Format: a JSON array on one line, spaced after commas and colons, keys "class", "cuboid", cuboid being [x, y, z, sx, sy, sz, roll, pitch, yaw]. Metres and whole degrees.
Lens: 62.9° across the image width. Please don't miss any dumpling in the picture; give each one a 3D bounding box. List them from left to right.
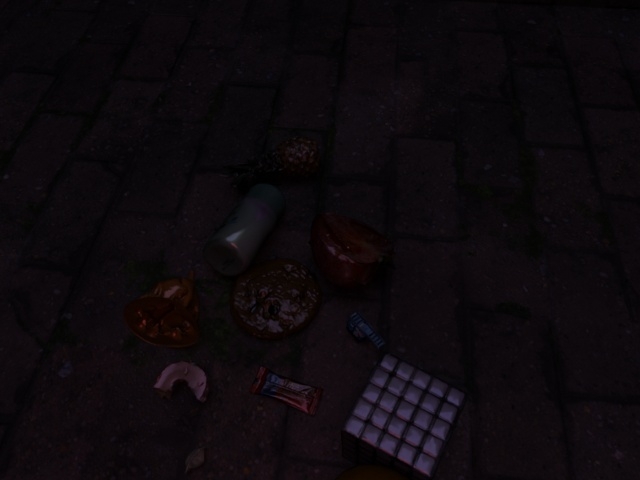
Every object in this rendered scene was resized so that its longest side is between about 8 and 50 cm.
[{"class": "dumpling", "cuboid": [-0.325, 0.566, 1.358, 0.077, 0.059, 0.043, -26, 67, -18]}]

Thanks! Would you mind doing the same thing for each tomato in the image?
[{"class": "tomato", "cuboid": [0.074, 0.050, 1.656, 0.309, 0.170, 0.309, 18, 23, -8]}]

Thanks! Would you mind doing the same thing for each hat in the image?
[{"class": "hat", "cuboid": [-0.431, 0.163, 1.575, 0.233, 0.244, 0.233, 16, 42, 3]}]

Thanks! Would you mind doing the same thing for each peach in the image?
[{"class": "peach", "cuboid": [0.126, 0.622, 1.199, 0.251, 0.251, 0.153, 6, 30, 6]}]

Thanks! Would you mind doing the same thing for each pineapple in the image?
[{"class": "pineapple", "cuboid": [-0.183, -0.268, 1.893, 0.364, 0.165, 0.165, -19, 56, -9]}]

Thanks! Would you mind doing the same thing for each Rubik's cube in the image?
[{"class": "Rubik's cube", "cuboid": [0.200, 0.463, 1.314, 0.238, 0.237, 0.237, 24, 60, 17]}]

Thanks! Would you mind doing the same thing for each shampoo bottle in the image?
[{"class": "shampoo bottle", "cuboid": [-0.232, -0.053, 1.721, 0.151, 0.222, 0.349, 41, 48, -11]}]

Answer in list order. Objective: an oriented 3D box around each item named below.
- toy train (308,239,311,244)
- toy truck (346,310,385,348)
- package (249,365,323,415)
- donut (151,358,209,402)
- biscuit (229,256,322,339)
[{"class": "toy train", "cuboid": [0.000, 0.000, 1.781, 0.083, 0.017, 0.017, -9, 54, -4]}, {"class": "toy truck", "cuboid": [0.134, 0.274, 1.548, 0.063, 0.074, 0.136, -34, 62, -21]}, {"class": "package", "cuboid": [-0.097, 0.423, 1.478, 0.200, 0.022, 0.083, 16, 56, 14]}, {"class": "donut", "cuboid": [-0.383, 0.394, 1.479, 0.166, 0.065, 0.117, 11, 57, 7]}, {"class": "biscuit", "cuboid": [-0.140, 0.172, 1.627, 0.296, 0.075, 0.296, 0, 55, 0]}]
